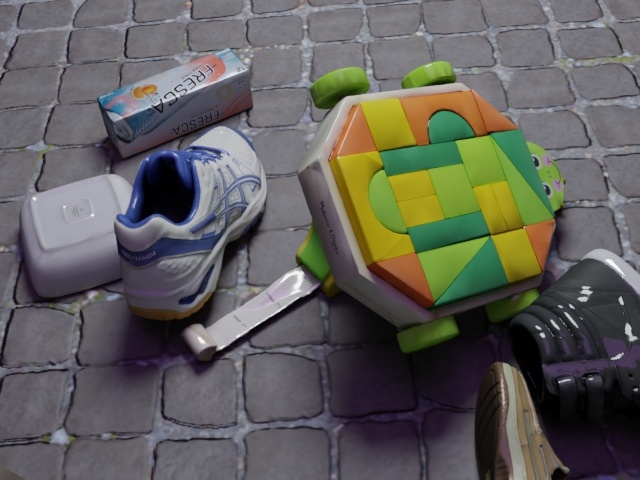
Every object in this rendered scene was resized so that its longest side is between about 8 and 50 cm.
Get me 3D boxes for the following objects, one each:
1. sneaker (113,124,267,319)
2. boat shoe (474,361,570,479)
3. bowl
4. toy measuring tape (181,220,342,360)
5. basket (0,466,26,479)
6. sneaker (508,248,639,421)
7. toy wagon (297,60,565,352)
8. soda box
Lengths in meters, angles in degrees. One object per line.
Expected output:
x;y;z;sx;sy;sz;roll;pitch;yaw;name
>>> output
-0.130;-0.055;0.976;0.111;0.131;0.296;1;39;11;sneaker
0.177;0.195;0.791;0.072;0.068;0.190;8;55;-7;boat shoe
-0.262;-0.016;1.016;0.142;0.053;0.142;-17;48;-12;bowl
0.000;0.000;0.939;0.330;0.121;0.121;-30;53;-21;toy measuring tape
-0.292;0.289;0.673;0.154;0.204;0.227;19;38;-8;basket
0.281;0.141;0.801;0.146;0.105;0.296;-29;51;-15;sneaker
0.138;-0.049;0.908;0.344;0.068;0.267;-13;79;-36;toy wagon
-0.176;-0.171;1.140;0.183;0.063;0.058;-25;51;-17;soda box
